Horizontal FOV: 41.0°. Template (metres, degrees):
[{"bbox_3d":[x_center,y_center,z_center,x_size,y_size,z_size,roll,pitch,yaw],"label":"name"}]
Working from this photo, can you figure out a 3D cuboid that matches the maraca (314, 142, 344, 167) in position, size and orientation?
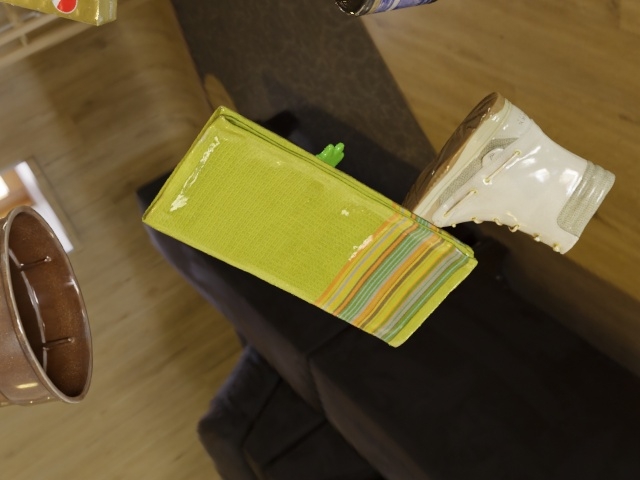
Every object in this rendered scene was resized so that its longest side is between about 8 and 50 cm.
[{"bbox_3d":[-0.020,-0.098,1.522,0.099,0.127,0.186,41,114,12],"label":"maraca"}]

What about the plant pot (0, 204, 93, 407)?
[{"bbox_3d":[-0.296,0.073,0.700,0.167,0.165,0.167,-15,-90,-90],"label":"plant pot"}]

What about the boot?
[{"bbox_3d":[0.181,-0.029,0.897,0.165,0.077,0.213,31,120,-10],"label":"boot"}]

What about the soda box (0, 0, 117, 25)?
[{"bbox_3d":[-0.410,-0.387,1.332,0.181,0.058,0.061,16,118,12],"label":"soda box"}]

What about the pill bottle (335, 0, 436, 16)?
[{"bbox_3d":[0.133,-0.436,1.378,0.123,0.219,0.123,39,137,48],"label":"pill bottle"}]

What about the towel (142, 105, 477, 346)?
[{"bbox_3d":[0.000,0.000,0.618,0.237,0.102,0.021,28,-160,-28],"label":"towel"}]
